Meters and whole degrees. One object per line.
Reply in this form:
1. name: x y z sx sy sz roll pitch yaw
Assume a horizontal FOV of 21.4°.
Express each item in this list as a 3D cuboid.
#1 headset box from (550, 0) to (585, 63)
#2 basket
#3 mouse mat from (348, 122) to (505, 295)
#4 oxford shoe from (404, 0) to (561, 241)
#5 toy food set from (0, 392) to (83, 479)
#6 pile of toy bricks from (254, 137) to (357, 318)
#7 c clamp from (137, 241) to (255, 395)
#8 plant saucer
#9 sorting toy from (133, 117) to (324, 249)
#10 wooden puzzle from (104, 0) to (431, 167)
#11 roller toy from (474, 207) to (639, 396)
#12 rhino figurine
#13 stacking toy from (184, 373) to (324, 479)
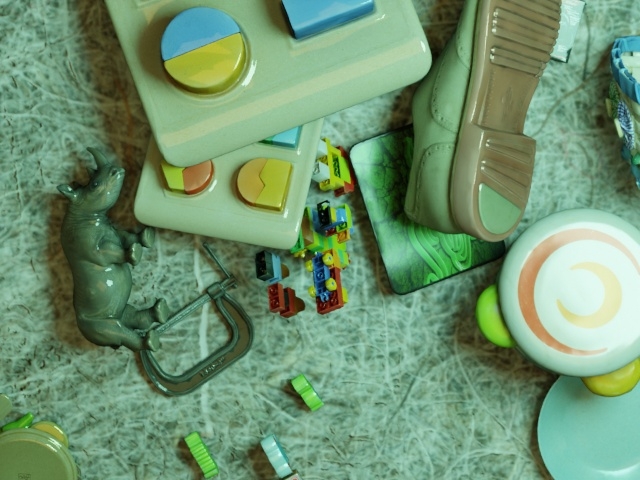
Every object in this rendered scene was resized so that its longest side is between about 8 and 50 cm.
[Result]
1. headset box: 0.267 -0.254 1.973 0.062 0.032 0.083 14 97 -5
2. basket: 0.426 -0.190 1.882 0.201 0.255 0.289 8 109 -2
3. mouse mat: 0.127 -0.045 1.993 0.152 0.007 0.190 -21 100 -14
4. oxford shoe: 0.168 -0.201 1.915 0.140 0.146 0.397 18 81 -46
5. toy food set: -0.347 0.274 2.022 0.132 0.038 0.192 -41 104 10
6. pile of toy bricks: 0.000 0.000 1.962 0.118 0.105 0.212 -22 60 31
7. c clamp: -0.152 0.102 2.012 0.160 0.022 0.137 -40 104 2
8. plant saucer: 0.355 0.224 2.049 0.195 0.037 0.195 0 98 -3
9. sorting toy: -0.101 -0.106 1.928 0.193 0.038 0.208 10 80 8
10. wooden puzzle: -0.080 -0.293 1.874 0.322 0.080 0.348 -21 89 0
11. roller toy: 0.300 0.063 1.961 0.209 0.146 0.191 26 87 5
12. rhino figurine: -0.249 0.012 1.961 0.106 0.073 0.243 -6 98 21
13. stacking toy: -0.036 0.289 2.029 0.167 0.052 0.221 -31 98 1
